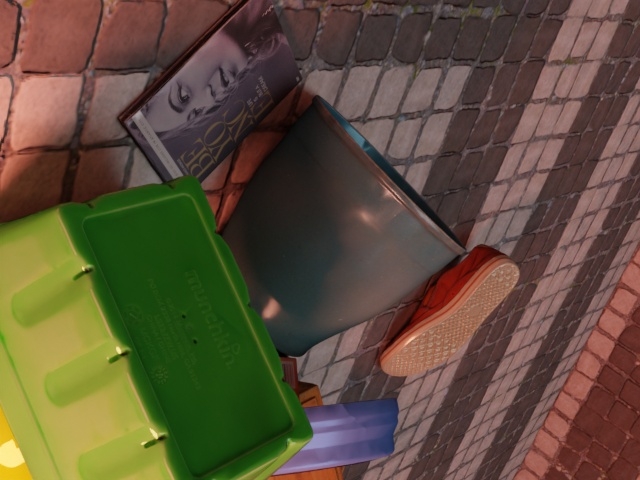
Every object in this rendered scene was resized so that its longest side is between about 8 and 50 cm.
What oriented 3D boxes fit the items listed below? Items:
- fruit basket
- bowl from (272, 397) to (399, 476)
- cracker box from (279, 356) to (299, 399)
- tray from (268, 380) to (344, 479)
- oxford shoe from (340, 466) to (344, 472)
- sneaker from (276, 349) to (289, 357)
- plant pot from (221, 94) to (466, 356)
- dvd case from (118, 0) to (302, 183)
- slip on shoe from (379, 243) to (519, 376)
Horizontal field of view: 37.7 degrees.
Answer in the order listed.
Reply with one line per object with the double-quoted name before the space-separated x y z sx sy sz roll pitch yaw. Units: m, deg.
"fruit basket" -0.239 0.149 0.967 0.283 0.392 0.392 -19 135 -45
"bowl" -0.089 0.264 1.231 0.391 0.391 0.077 11 70 -58
"cracker box" -0.164 0.187 1.174 0.156 0.232 0.067 18 64 -60
"tray" -0.045 0.461 1.532 0.203 0.076 0.410 -23 104 -36
"oxford shoe" -0.084 0.412 1.613 0.364 0.130 0.132 -22 131 -44
"sneaker" -0.087 0.199 1.440 0.066 0.071 0.188 -23 138 -43
"plant pot" 0.000 0.000 1.197 0.255 0.271 0.272 -44 152 9
"dvd case" -0.117 -0.164 1.077 0.221 0.018 0.164 -47 150 -13
"slip on shoe" 0.241 0.139 1.824 0.331 0.101 0.123 -47 130 10
